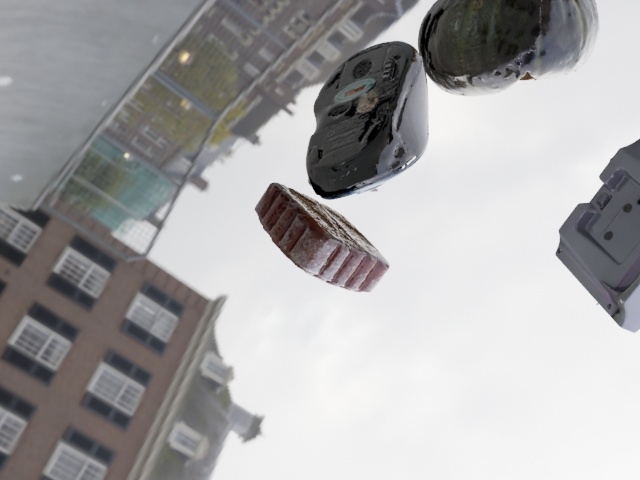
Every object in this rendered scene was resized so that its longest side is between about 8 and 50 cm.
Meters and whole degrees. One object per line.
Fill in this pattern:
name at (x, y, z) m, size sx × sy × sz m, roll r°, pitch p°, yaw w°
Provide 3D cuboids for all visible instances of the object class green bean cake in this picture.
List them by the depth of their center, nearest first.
green bean cake at (0.000, 0.000, 1.018) m, size 0.056 × 0.136 × 0.135 m, roll -56°, pitch -135°, yaw 11°

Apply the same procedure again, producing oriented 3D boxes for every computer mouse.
computer mouse at (0.060, -0.130, 1.022) m, size 0.137 × 0.096 × 0.233 m, roll -19°, pitch -139°, yaw 38°

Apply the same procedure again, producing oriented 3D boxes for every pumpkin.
pumpkin at (0.328, -0.365, 1.565) m, size 0.321 × 0.192 × 0.320 m, roll -12°, pitch -170°, yaw 2°

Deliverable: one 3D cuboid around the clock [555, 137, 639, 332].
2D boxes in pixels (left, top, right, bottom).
clock at (0.458, -0.013, 1.273) m, size 0.253 × 0.083 × 0.186 m, roll -59°, pitch -146°, yaw 22°
